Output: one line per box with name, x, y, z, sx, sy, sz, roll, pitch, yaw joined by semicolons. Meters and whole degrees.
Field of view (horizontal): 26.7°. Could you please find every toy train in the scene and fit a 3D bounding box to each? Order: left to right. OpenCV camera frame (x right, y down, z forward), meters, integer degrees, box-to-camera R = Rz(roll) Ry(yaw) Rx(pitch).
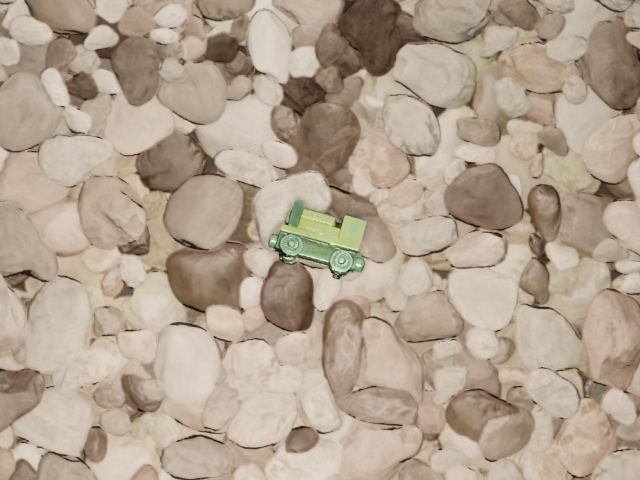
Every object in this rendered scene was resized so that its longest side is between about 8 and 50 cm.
toy train;0.000;0.000;1.658;0.122;0.050;0.081;17;75;1
